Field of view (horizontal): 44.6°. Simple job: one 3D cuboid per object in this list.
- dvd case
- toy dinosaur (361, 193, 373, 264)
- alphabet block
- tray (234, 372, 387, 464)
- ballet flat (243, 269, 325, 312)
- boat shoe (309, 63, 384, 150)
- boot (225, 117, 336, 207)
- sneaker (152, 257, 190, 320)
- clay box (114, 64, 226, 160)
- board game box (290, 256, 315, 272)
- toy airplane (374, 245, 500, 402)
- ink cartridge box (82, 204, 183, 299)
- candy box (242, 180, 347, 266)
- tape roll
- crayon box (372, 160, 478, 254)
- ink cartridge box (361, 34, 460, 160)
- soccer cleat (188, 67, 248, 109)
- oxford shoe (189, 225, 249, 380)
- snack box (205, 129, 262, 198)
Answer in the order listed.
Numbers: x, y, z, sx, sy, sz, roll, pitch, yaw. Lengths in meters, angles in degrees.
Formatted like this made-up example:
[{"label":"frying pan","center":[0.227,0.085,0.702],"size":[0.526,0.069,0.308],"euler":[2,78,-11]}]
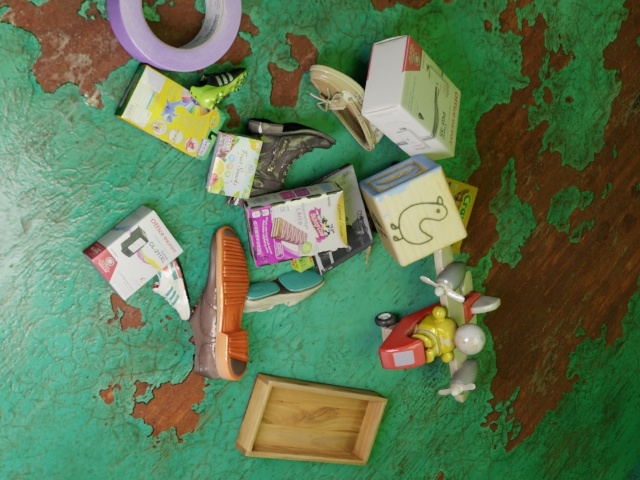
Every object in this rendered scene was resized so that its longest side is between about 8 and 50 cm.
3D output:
[{"label":"dvd case","center":[0.036,-0.053,1.985],"size":[0.179,0.029,0.239],"euler":[-30,120,-23]},{"label":"toy dinosaur","center":[0.118,-0.057,2.095],"size":[0.112,0.064,0.211],"euler":[-30,113,1]},{"label":"alphabet block","center":[0.229,-0.080,1.967],"size":[0.192,0.193,0.197],"euler":[-25,108,0]},{"label":"tray","center":[-0.018,0.491,2.125],"size":[0.410,0.076,0.203],"euler":[16,92,-36]},{"label":"ballet flat","center":[-0.104,0.135,1.982],"size":[0.248,0.086,0.086],"euler":[-10,107,-30]},{"label":"boat shoe","center":[0.069,-0.333,1.952],"size":[0.285,0.104,0.089],"euler":[36,78,-35]},{"label":"boot","center":[-0.097,-0.172,1.906],"size":[0.263,0.091,0.229],"euler":[4,105,-30]},{"label":"sneaker","center":[-0.351,0.118,1.827],"size":[0.075,0.057,0.161],"euler":[-12,117,-6]},{"label":"clay box","center":[-0.328,-0.279,1.733],"size":[0.222,0.053,0.127],"euler":[29,84,-36]},{"label":"board game box","center":[0.000,0.000,2.028],"size":[0.181,0.043,0.092],"euler":[-28,116,-26]},{"label":"toy airplane","center":[0.374,0.243,2.201],"size":[0.386,0.272,0.384],"euler":[31,84,-35]},{"label":"ink cartridge box","center":[-0.415,0.024,1.739],"size":[0.175,0.072,0.127],"euler":[-42,121,-18]},{"label":"candy box","center":[-0.058,-0.040,1.875],"size":[0.233,0.071,0.159],"euler":[-13,118,-13]},{"label":"tape roll","center":[-0.309,-0.502,1.666],"size":[0.274,0.090,0.275],"euler":[-8,106,-32]},{"label":"crayon box","center":[0.315,-0.083,2.194],"size":[0.323,0.083,0.203],"euler":[13,95,-36]},{"label":"ink cartridge box","center":[0.238,-0.353,1.986],"size":[0.283,0.117,0.207],"euler":[31,61,-47]},{"label":"soccer cleat","center":[-0.226,-0.356,1.757],"size":[0.072,0.060,0.179],"euler":[37,42,3]},{"label":"oxford shoe","center":[-0.253,0.147,1.849],"size":[0.130,0.132,0.364],"euler":[18,70,-63]},{"label":"snack box","center":[-0.199,-0.174,1.795],"size":[0.100,0.037,0.141],"euler":[9,106,-23]}]
